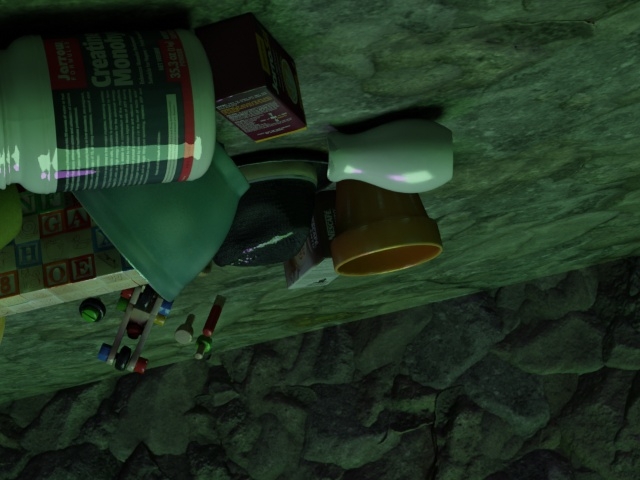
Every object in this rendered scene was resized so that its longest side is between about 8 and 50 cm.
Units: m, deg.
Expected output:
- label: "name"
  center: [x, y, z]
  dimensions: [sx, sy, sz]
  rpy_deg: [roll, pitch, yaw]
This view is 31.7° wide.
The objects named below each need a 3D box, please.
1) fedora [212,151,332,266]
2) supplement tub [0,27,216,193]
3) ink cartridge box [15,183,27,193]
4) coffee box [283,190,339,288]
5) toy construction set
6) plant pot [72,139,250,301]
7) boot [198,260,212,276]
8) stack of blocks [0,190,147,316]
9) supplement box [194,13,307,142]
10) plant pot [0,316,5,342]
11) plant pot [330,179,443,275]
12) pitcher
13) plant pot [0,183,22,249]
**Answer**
- label: "fedora"
  center: [-0.112, -0.039, 2.057]
  dimensions: [0.334, 0.152, 0.334]
  rpy_deg: [-10, 167, -2]
- label: "supplement tub"
  center: [-0.276, -0.157, 1.368]
  dimensions: [0.272, 0.191, 0.191]
  rpy_deg: [-6, 166, -19]
- label: "ink cartridge box"
  center: [-0.545, -0.069, 1.834]
  dimensions: [0.179, 0.045, 0.145]
  rpy_deg: [-16, 166, 31]
- label: "coffee box"
  center: [0.000, 0.000, 2.328]
  dimensions: [0.098, 0.141, 0.246]
  rpy_deg: [-5, 164, -21]
- label: "toy construction set"
  center: [-0.364, 0.145, 2.569]
  dimensions: [0.309, 0.257, 0.237]
  rpy_deg: [3, -147, 11]
- label: "plant pot"
  center: [-0.225, -0.086, 1.595]
  dimensions: [0.196, 0.293, 0.293]
  rpy_deg: [-37, 166, -3]
- label: "boot"
  center: [-0.346, 0.011, 2.188]
  dimensions: [0.207, 0.090, 0.248]
  rpy_deg: [-7, 154, 24]
- label: "stack of blocks"
  center: [-0.412, 0.005, 1.803]
  dimensions: [0.297, 0.171, 0.087]
  rpy_deg: [-12, 162, 6]
- label: "supplement box"
  center: [-0.088, -0.209, 1.485]
  dimensions: [0.081, 0.104, 0.188]
  rpy_deg: [-14, 166, 13]
- label: "plant pot"
  center: [-0.703, 0.138, 1.996]
  dimensions: [0.254, 0.254, 0.239]
  rpy_deg: [-22, 146, 39]
- label: "plant pot"
  center: [0.109, -0.051, 2.100]
  dimensions: [0.205, 0.188, 0.205]
  rpy_deg: [-11, 166, -3]
- label: "pitcher"
  center: [0.118, -0.145, 1.915]
  dimensions: [0.207, 0.125, 0.178]
  rpy_deg: [-1, -172, 3]
- label: "plant pot"
  center: [-0.588, -0.023, 1.603]
  dimensions: [0.293, 0.274, 0.275]
  rpy_deg: [-22, 176, -39]
